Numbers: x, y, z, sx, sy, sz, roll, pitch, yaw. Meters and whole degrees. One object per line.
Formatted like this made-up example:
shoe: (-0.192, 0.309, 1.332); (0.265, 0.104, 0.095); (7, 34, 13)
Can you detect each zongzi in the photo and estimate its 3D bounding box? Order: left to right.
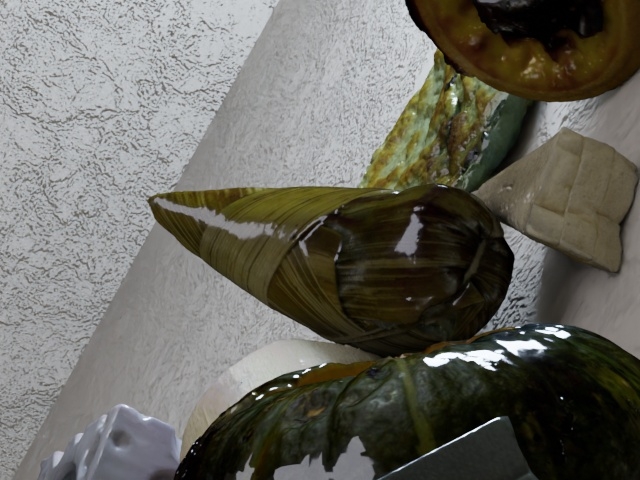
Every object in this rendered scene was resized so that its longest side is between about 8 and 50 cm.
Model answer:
zongzi: (0.000, 0.000, 1.492); (0.286, 0.288, 0.134); (127, 166, -76)

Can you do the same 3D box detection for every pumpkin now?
pumpkin: (0.069, 0.156, 1.081); (0.320, 0.320, 0.192); (157, 103, -69)

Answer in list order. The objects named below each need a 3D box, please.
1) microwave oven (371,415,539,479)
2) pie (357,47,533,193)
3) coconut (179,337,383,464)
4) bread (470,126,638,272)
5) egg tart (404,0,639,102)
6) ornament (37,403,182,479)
microwave oven: (-0.043, 0.321, 0.851); (0.236, 0.374, 0.432); (-21, -8, -37)
pie: (0.121, -0.102, 1.763); (0.302, 0.067, 0.302); (-55, 18, 28)
coconut: (-0.003, 0.185, 1.446); (0.224, 0.224, 0.234); (-64, 16, 1)
bread: (0.168, -0.009, 1.418); (0.152, 0.077, 0.105); (-42, 25, 58)
egg tart: (0.185, -0.227, 1.515); (0.215, 0.215, 0.171); (-47, 8, 49)
ornament: (-0.150, 0.321, 1.649); (0.240, 0.240, 0.239); (-38, 29, 60)
